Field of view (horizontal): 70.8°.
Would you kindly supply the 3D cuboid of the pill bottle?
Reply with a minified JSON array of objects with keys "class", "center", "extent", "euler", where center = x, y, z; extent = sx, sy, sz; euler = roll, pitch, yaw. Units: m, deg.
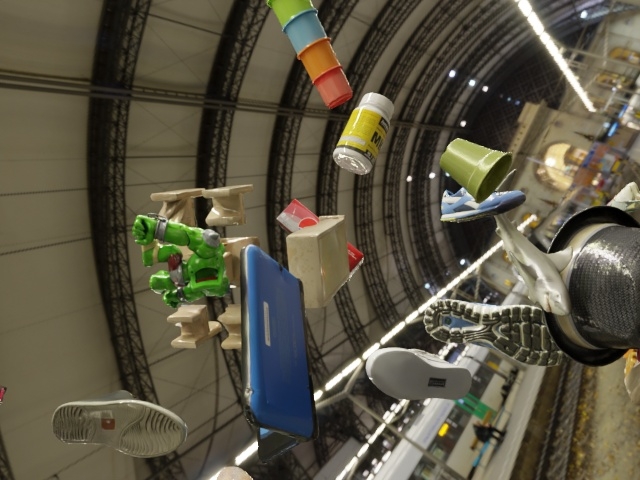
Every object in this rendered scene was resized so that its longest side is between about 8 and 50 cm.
[{"class":"pill bottle","center":[0.128,-0.306,1.290],"extent":[0.208,0.119,0.119],"euler":[-66,-24,-12]}]

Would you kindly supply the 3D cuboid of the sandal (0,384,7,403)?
[{"class":"sandal","center":[-0.484,0.240,0.654],"extent":[0.067,0.040,0.179],"euler":[-65,11,-21]}]

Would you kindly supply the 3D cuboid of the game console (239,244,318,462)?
[{"class":"game console","center":[-0.111,0.200,0.773],"extent":[0.173,0.293,0.250],"euler":[-24,-39,19]}]

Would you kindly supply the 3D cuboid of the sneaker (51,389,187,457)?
[{"class":"sneaker","center":[-0.307,0.289,0.746],"extent":[0.118,0.222,0.083],"euler":[21,-107,-79]}]

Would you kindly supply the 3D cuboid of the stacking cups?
[{"class":"stacking cups","center":[-0.024,-0.439,0.954],"extent":[0.096,0.316,0.096],"euler":[-30,8,5]}]

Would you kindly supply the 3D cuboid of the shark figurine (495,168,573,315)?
[{"class":"shark figurine","center":[0.415,0.014,0.866],"extent":[0.116,0.278,0.166],"euler":[-27,-24,12]}]

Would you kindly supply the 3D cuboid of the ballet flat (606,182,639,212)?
[{"class":"ballet flat","center":[0.872,-0.120,1.207],"extent":[0.077,0.221,0.079],"euler":[-36,-75,-24]}]

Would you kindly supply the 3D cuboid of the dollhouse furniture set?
[{"class":"dollhouse furniture set","center":[-0.152,0.046,1.088],"extent":[0.256,0.394,0.362],"euler":[-32,-61,-70]}]

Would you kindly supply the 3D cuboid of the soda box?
[{"class":"soda box","center":[0.000,0.000,1.298],"extent":[0.083,0.263,0.092],"euler":[-48,-13,-9]}]

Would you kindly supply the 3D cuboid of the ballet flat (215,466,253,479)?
[{"class":"ballet flat","center":[-0.115,0.553,0.832],"extent":[0.108,0.316,0.106],"euler":[-2,-49,-33]}]

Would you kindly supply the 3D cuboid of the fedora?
[{"class":"fedora","center":[0.594,0.091,0.876],"extent":[0.334,0.334,0.152],"euler":[-54,13,-12]}]

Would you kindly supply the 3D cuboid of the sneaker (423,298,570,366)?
[{"class":"sneaker","center":[0.422,0.201,1.063],"extent":[0.147,0.330,0.129],"euler":[9,-88,-64]}]

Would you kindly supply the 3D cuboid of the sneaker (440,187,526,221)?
[{"class":"sneaker","center":[0.264,-0.068,0.749],"extent":[0.053,0.144,0.059],"euler":[8,-104,-47]}]

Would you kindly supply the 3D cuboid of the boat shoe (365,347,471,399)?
[{"class":"boat shoe","center":[0.182,0.262,0.889],"extent":[0.258,0.084,0.095],"euler":[24,-95,-28]}]

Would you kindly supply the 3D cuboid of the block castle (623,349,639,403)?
[{"class":"block castle","center":[0.885,0.235,0.917],"extent":[0.303,0.453,0.212],"euler":[-51,-29,-46]}]

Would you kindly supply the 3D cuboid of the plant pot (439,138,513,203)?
[{"class":"plant pot","center":[0.222,-0.110,0.662],"extent":[0.083,0.079,0.083],"euler":[-33,-33,-25]}]

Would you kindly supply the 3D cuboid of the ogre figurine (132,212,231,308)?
[{"class":"ogre figurine","center":[-0.203,0.040,0.691],"extent":[0.097,0.118,0.197],"euler":[-90,1,-63]}]
